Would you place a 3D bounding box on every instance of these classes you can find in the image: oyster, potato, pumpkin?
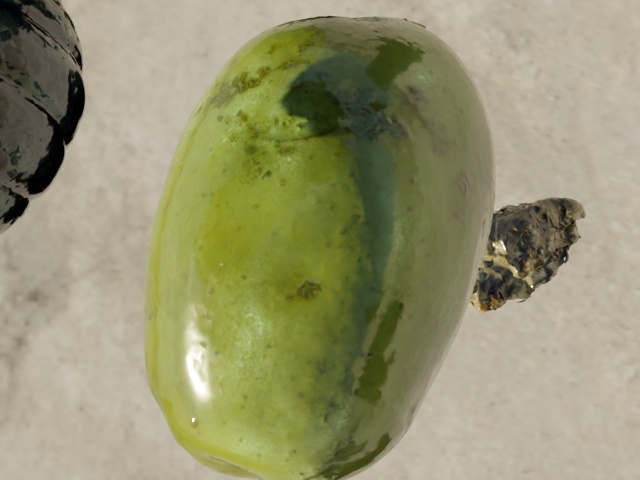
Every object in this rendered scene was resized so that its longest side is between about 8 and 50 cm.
[{"bbox_3d":[0.171,-0.001,1.463,0.103,0.148,0.051,41,148,30],"label":"oyster"},{"bbox_3d":[-0.003,-0.001,1.013,0.216,0.216,0.304,5,62,42],"label":"potato"},{"bbox_3d":[-0.207,-0.069,0.831,0.194,0.194,0.150,-21,114,38],"label":"pumpkin"}]
